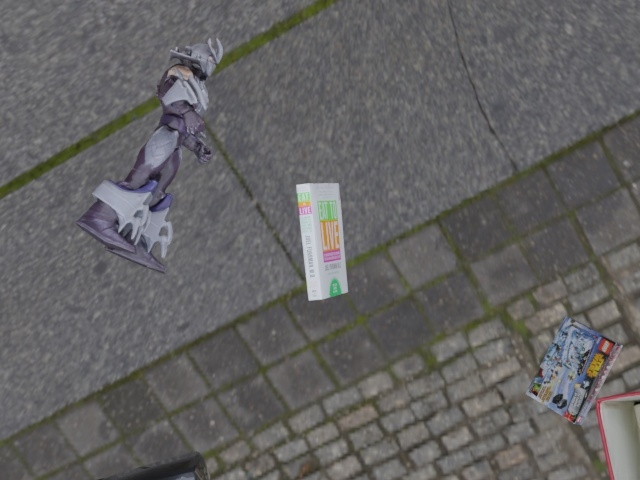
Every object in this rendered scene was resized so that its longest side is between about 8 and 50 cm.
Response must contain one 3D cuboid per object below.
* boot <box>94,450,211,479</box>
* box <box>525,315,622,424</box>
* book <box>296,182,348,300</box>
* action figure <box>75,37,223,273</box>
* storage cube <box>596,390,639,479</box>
[{"bbox_3d":[-0.301,0.451,1.124,0.445,0.146,0.367,-15,110,-12],"label":"boot"},{"bbox_3d":[0.381,0.195,1.563,0.027,0.094,0.137,21,98,-49],"label":"box"},{"bbox_3d":[0.000,0.000,1.319,0.035,0.096,0.144,-6,91,20],"label":"book"},{"bbox_3d":[-0.178,-0.113,1.224,0.099,0.185,0.285,21,79,8],"label":"action figure"},{"bbox_3d":[0.441,0.252,1.157,0.183,0.193,0.215,-17,74,29],"label":"storage cube"}]
